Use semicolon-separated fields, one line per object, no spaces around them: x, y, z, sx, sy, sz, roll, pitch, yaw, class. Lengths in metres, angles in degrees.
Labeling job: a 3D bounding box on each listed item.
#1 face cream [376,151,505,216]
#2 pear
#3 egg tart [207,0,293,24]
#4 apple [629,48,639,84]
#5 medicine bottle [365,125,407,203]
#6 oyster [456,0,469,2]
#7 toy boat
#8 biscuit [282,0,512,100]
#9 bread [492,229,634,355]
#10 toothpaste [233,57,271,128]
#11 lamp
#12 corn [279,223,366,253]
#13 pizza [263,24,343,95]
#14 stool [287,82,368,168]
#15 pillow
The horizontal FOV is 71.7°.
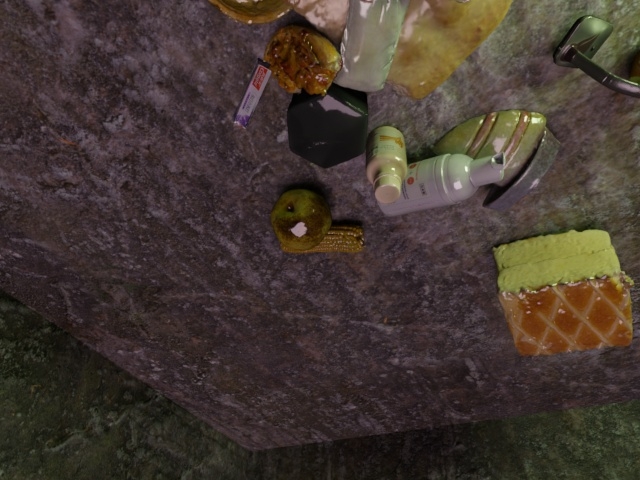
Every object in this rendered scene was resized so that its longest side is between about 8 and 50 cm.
0.341;-0.163;1.228;0.369;0.145;0.145;-8;136;41;face cream
-0.057;-0.062;1.421;0.197;0.197;0.197;4;135;4;pear
-0.163;-0.609;0.954;0.290;0.115;0.290;5;134;5;egg tart
0.802;-0.397;1.012;0.146;0.147;0.163;19;135;-11;apple
0.179;-0.203;1.207;0.114;0.252;0.114;3;135;3;medicine bottle
0.282;-0.569;0.817;0.161;0.107;0.233;-2;140;-23;oyster
0.509;-0.240;1.239;0.293;0.111;0.276;41;119;-16;toy boat
0.210;-0.532;0.960;0.446;0.104;0.429;-35;127;28;biscuit
0.803;0.176;1.482;0.371;0.279;0.390;-16;130;24;bread
-0.188;-0.398;1.213;0.047;0.040;0.196;22;132;-17;toothpaste
0.677;-0.407;0.949;0.124;0.283;0.203;-14;143;-35;lamp
0.000;-0.005;1.533;0.312;0.102;0.102;-2;134;11;corn
-0.057;-0.415;1.035;0.085;0.305;0.161;-23;120;-28;pizza
0.022;-0.320;1.192;0.232;0.141;0.232;3;134;4;stool
0.104;-0.429;0.959;0.128;0.051;0.229;2;140;-10;pillow
